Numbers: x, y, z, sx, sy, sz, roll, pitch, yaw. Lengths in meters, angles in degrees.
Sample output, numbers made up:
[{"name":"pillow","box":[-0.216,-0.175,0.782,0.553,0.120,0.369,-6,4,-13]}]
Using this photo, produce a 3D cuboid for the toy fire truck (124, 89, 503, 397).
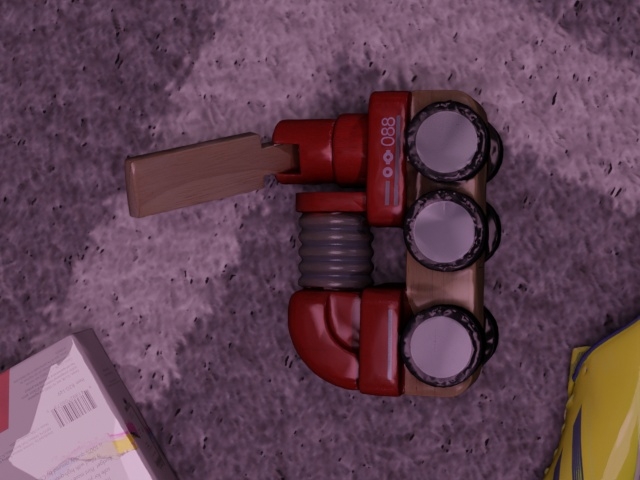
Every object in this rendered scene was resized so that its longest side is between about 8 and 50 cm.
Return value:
[{"name":"toy fire truck","box":[0.000,0.000,0.954,0.246,0.158,0.217,2,91,14]}]

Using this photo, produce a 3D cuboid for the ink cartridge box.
[{"name":"ink cartridge box","box":[-0.179,0.180,0.993,0.115,0.067,0.198,-29,88,3]}]

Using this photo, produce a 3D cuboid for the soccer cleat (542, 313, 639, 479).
[{"name":"soccer cleat","box":[0.216,0.145,0.981,0.121,0.093,0.289,39,97,32]}]
